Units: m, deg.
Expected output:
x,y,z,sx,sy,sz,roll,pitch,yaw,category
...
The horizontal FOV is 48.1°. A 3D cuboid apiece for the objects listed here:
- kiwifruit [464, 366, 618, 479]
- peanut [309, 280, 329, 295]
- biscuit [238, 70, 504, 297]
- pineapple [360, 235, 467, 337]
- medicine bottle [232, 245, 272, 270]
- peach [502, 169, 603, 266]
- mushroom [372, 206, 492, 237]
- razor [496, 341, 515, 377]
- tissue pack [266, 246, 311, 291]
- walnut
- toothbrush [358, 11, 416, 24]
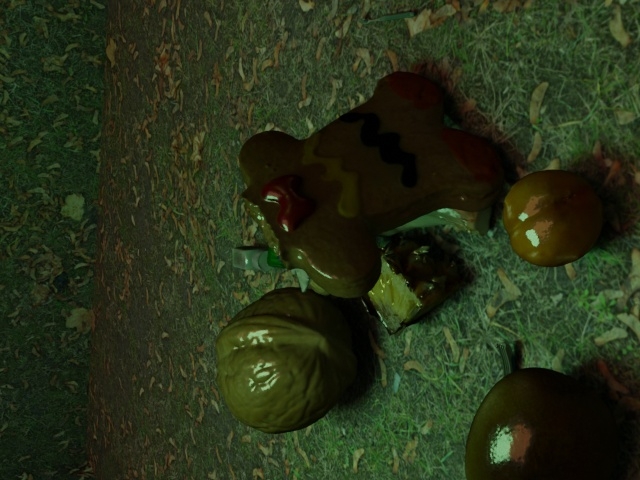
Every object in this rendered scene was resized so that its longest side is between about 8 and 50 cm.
x,y,z,sx,sy,sz,roll,pitch,yaw,category
0.303,0.299,1.009,0.196,0.196,0.234,49,128,43,kiwifruit
0.000,0.000,1.494,0.253,0.137,0.122,64,144,34,peanut
0.074,-0.108,1.152,0.368,0.394,0.076,58,169,36,biscuit
0.147,0.083,1.295,0.236,0.115,0.186,20,122,54,pineapple
-0.166,0.045,1.812,0.118,0.074,0.054,10,102,57,medicine bottle
0.323,-0.034,0.994,0.138,0.138,0.138,11,103,56,peach
0.160,-0.060,1.286,0.351,0.095,0.122,3,122,57,mushroom
0.299,0.257,1.152,0.068,0.037,0.191,9,99,61,razor
-0.016,-0.017,1.293,0.209,0.148,0.156,102,178,-55,tissue pack
-0.070,0.248,1.505,0.333,0.333,0.332,11,103,56,walnut
0.124,-0.422,1.359,0.167,0.014,0.011,17,99,55,toothbrush
